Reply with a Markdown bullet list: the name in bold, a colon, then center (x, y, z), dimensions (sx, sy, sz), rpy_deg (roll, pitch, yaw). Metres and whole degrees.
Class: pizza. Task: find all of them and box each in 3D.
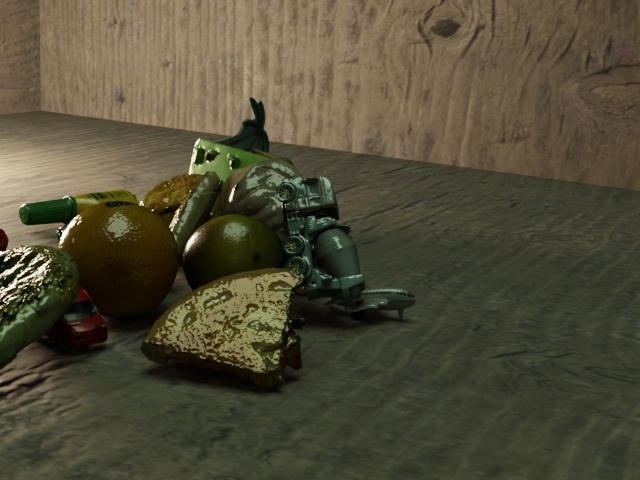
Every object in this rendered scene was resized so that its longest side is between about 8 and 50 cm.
- **pizza**: center (-0.125, 0.155, 1.410), dimensions (0.290, 0.081, 0.229), rpy_deg (-28, 52, -25)

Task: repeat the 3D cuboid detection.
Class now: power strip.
- **power strip**: center (0.039, -0.032, 2.343), dimensions (0.083, 0.027, 0.017), rpy_deg (6, 15, 16)

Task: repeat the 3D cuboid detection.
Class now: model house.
- **model house**: center (-0.124, -0.183, 2.282), dimensions (0.300, 0.340, 0.324), rpy_deg (19, 9, 41)

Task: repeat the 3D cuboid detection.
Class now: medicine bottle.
- **medicine bottle**: center (-0.617, -0.080, 2.261), dimensions (0.111, 0.076, 0.309), rpy_deg (8, 14, 44)

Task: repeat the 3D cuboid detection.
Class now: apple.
- **apple**: center (-0.163, 0.046, 1.687), dimensions (0.197, 0.196, 0.156), rpy_deg (0, 51, -15)

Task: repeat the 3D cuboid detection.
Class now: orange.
- **orange**: center (-0.369, 0.033, 1.617), dimensions (0.236, 0.236, 0.236), rpy_deg (4, 15, -1)

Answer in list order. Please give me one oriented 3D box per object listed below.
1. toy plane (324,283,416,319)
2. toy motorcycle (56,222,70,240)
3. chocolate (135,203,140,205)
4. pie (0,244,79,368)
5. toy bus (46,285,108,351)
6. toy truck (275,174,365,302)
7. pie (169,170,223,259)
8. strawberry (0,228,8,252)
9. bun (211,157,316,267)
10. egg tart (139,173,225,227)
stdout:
- **toy plane**: center (0.098, 0.116, 1.709), dimensions (0.171, 0.065, 0.162), rpy_deg (9, 17, 8)
- **toy motorcycle**: center (-0.457, 0.017, 1.884), dimensions (0.204, 0.108, 0.239), rpy_deg (-5, 41, -15)
- **chocolate**: center (-0.471, -0.053, 2.210), dimensions (0.086, 0.085, 0.219), rpy_deg (9, 11, 19)
- **pie**: center (-0.521, 0.104, 1.390), dimensions (0.297, 0.078, 0.371), rpy_deg (-26, 26, -16)
- **toy bus**: center (-0.439, 0.120, 1.504), dimensions (0.081, 0.089, 0.195), rpy_deg (-11, 21, -44)
- **toy truck**: center (0.000, 0.000, 1.678), dimensions (0.140, 0.256, 0.108), rpy_deg (-10, -25, 4)
- **pie**: center (-0.280, -0.028, 1.852), dimensions (0.068, 0.128, 0.282), rpy_deg (22, 49, -4)
- **strawberry**: center (-0.707, 0.014, 1.874), dimensions (0.083, 0.083, 0.096), rpy_deg (4, 48, 0)
- **bun**: center (-0.123, -0.039, 1.883), dimensions (0.282, 0.281, 0.205), rpy_deg (17, 27, 40)
- **egg tart**: center (-0.322, -0.069, 2.047), dimensions (0.294, 0.123, 0.294), rpy_deg (-12, 31, 7)
